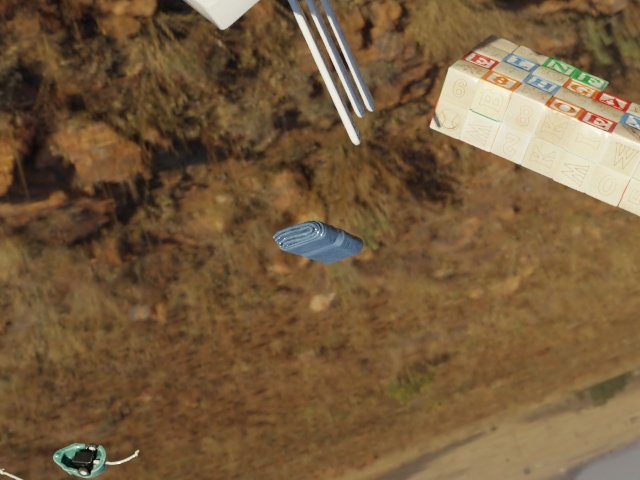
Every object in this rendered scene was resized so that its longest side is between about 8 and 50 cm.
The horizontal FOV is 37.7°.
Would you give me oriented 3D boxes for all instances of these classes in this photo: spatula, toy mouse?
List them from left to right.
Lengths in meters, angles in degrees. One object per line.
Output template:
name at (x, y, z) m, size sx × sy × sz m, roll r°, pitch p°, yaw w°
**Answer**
toy mouse at (-0.269, 0.286, 1.076) m, size 0.143 × 0.161 × 0.031 m, roll -30°, pitch 139°, yaw -21°
spatula at (-0.008, -0.212, 0.883) m, size 0.019 × 0.242 × 0.168 m, roll -19°, pitch -161°, yaw 16°

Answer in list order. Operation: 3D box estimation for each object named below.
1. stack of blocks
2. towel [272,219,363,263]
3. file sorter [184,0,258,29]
stack of blocks at (0.313, -0.151, 1.195) m, size 0.171 × 0.297 × 0.087 m, roll -42°, pitch 153°, yaw -52°
towel at (0.000, 0.000, 1.163) m, size 0.067 × 0.029 × 0.119 m, roll -18°, pitch 160°, yaw 27°
file sorter at (-0.036, -0.304, 0.566) m, size 0.278 × 0.193 × 0.173 m, roll -42°, pitch 129°, yaw -2°
